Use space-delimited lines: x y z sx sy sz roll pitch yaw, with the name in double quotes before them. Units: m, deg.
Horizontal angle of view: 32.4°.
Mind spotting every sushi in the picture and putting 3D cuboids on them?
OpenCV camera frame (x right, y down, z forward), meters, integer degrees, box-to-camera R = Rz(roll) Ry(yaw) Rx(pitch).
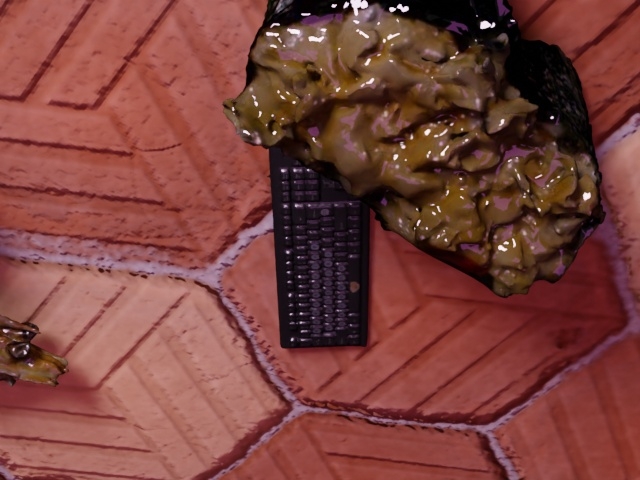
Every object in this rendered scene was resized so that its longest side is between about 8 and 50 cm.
"sushi" 0.068 -0.070 0.571 0.212 0.115 0.147 39 117 -24

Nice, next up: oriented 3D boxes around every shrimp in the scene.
"shrimp" -0.282 0.077 0.765 0.217 0.051 0.115 5 138 -2

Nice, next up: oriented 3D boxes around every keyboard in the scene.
"keyboard" 0.000 0.000 0.706 0.063 0.010 0.198 0 131 1
